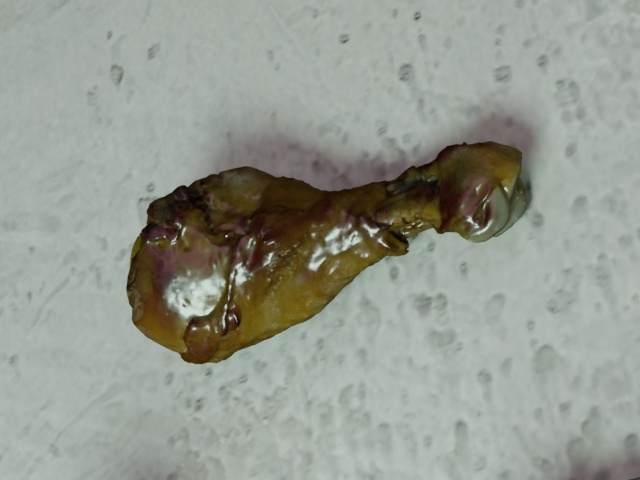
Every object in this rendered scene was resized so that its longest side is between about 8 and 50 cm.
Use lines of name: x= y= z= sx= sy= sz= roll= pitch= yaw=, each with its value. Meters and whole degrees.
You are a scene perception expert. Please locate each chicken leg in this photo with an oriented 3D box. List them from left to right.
chicken leg: x=0.001 y=-0.001 z=1.079 sx=0.252 sy=0.087 sz=0.107 roll=-15 pitch=83 yaw=23

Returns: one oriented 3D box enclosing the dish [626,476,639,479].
dish: x=0.168 y=0.212 z=0.806 sx=0.273 sy=0.273 sz=0.133 roll=-4 pitch=108 yaw=34
